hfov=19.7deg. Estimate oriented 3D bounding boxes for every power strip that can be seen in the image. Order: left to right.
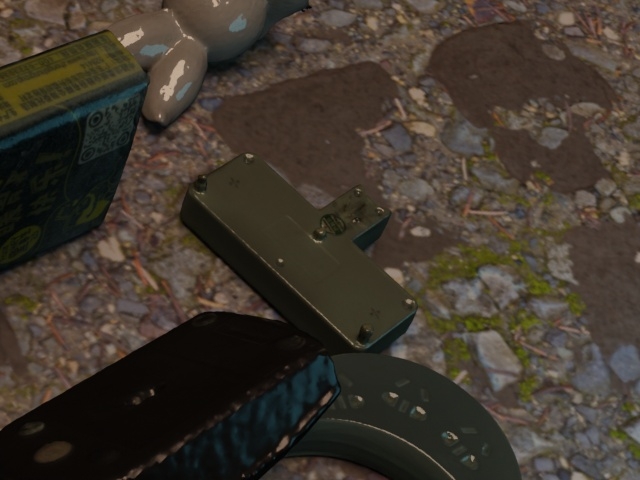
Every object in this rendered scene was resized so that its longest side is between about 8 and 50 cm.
[{"bbox_3d":[0.000,0.000,1.608,0.215,0.061,0.145,43,49,15],"label":"power strip"},{"bbox_3d":[0.074,0.177,1.488,0.253,0.054,0.167,26,46,2],"label":"power strip"}]

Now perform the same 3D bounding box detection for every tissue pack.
[{"bbox_3d":[-0.264,-0.047,1.448,0.257,0.185,0.081,-26,63,-38],"label":"tissue pack"}]

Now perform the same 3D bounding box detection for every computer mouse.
[{"bbox_3d":[-0.115,0.152,1.367,0.269,0.100,0.170,-30,29,-33],"label":"computer mouse"}]

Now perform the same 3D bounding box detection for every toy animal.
[{"bbox_3d":[-0.121,-0.197,1.727,0.221,0.131,0.104,-39,106,-16],"label":"toy animal"}]
